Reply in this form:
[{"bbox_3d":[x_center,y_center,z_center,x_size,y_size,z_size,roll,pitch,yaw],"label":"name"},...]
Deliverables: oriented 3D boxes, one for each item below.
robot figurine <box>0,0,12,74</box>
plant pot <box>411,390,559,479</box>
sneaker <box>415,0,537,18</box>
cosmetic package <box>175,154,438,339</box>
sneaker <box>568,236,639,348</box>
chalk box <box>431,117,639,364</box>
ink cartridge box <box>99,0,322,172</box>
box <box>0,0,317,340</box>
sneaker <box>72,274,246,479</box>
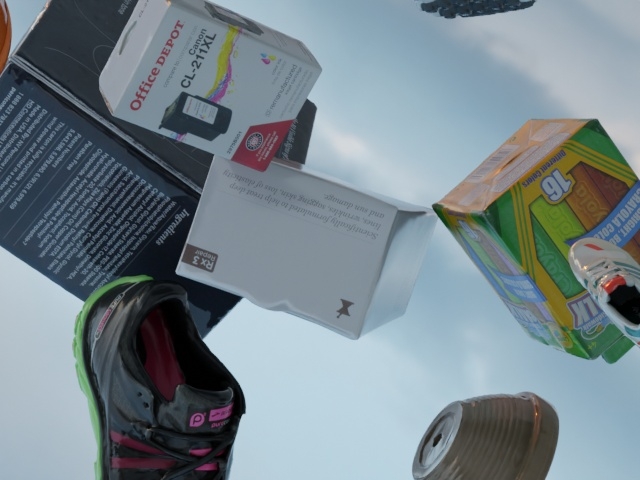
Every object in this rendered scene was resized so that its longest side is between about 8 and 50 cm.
[{"bbox_3d":[-0.272,-0.155,0.870,0.128,0.219,0.158,-7,-101,-4],"label":"robot figurine"},{"bbox_3d":[0.193,0.285,1.713,0.109,0.237,0.237,31,-153,-10],"label":"plant pot"},{"bbox_3d":[0.071,-0.242,0.975,0.292,0.110,0.118,3,-95,-62],"label":"sneaker"},{"bbox_3d":[0.000,0.000,1.553,0.217,0.156,0.385,19,-177,9],"label":"cosmetic package"},{"bbox_3d":[0.287,0.042,1.278,0.075,0.057,0.161,44,-169,-48],"label":"sneaker"},{"bbox_3d":[0.306,0.019,1.580,0.289,0.180,0.179,51,172,-13],"label":"chalk box"},{"bbox_3d":[-0.109,-0.158,1.296,0.175,0.127,0.072,19,-157,-30],"label":"ink cartridge box"},{"bbox_3d":[-0.288,-0.150,2.074,0.471,0.297,0.480,35,-151,-15],"label":"box"},{"bbox_3d":[-0.196,0.275,1.775,0.185,0.202,0.483,-15,-97,-44],"label":"sneaker"}]
